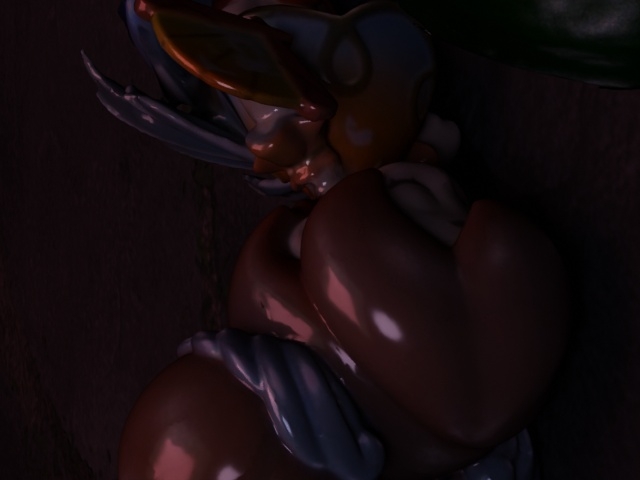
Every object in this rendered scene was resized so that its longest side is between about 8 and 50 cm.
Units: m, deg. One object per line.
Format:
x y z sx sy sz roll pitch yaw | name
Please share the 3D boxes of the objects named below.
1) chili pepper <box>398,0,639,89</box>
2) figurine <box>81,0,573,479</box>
0.152 -0.148 0.845 0.165 0.261 0.173 3 -78 -76 | chili pepper
0.000 -0.001 1.090 0.248 0.277 0.388 -44 52 27 | figurine
